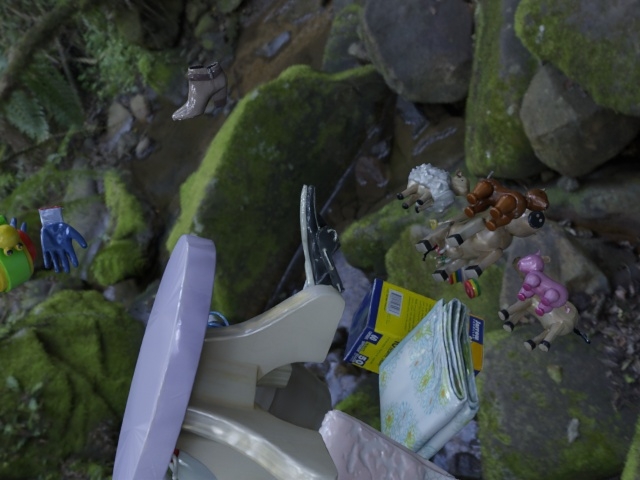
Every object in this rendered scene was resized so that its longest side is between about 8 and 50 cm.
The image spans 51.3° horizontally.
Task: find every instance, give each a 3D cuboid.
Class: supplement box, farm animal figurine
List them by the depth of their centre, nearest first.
[{"bbox_3d":[0.326,0.009,1.200,0.172,0.330,0.327,-35,27,-26],"label":"farm animal figurine"},{"bbox_3d":[0.279,0.295,1.975,0.195,0.357,0.194,-74,7,-45],"label":"supplement box"}]

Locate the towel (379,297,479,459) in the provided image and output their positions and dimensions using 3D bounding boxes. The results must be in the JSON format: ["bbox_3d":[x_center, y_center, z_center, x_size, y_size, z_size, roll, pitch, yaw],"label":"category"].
[{"bbox_3d":[0.243,0.355,1.601,0.320,0.090,0.374,-83,17,-48],"label":"towel"}]

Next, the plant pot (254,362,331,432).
[{"bbox_3d":[-0.135,0.415,1.750,0.323,0.281,0.323,-39,36,35],"label":"plant pot"}]

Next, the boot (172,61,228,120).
[{"bbox_3d":[-0.226,-0.276,1.222,0.119,0.086,0.042,-23,39,-14],"label":"boot"}]

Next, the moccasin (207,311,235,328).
[{"bbox_3d":[-0.198,0.195,1.247,0.117,0.138,0.342,-47,10,-12],"label":"moccasin"}]

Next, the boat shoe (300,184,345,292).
[{"bbox_3d":[0.000,0.000,1.334,0.084,0.079,0.232,-102,4,-79],"label":"boat shoe"}]

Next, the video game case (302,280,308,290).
[{"bbox_3d":[-0.021,0.125,1.771,0.022,0.190,0.173,21,107,8],"label":"video game case"}]

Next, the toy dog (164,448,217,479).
[{"bbox_3d":[-0.239,0.467,1.330,0.161,0.334,0.220,13,86,40],"label":"toy dog"}]

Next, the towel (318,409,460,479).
[{"bbox_3d":[0.084,0.490,1.079,0.053,0.317,0.331,-23,40,55],"label":"towel"}]

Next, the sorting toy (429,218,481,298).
[{"bbox_3d":[0.324,0.036,1.710,0.046,0.132,0.274,-18,29,-6],"label":"sorting toy"}]

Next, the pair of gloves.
[{"bbox_3d":[-0.580,0.009,1.351,0.023,0.198,0.159,116,137,-61],"label":"pair of gloves"}]

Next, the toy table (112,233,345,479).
[{"bbox_3d":[-0.089,0.144,0.635,0.252,0.161,0.274,-111,40,-59],"label":"toy table"}]

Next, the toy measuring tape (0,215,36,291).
[{"bbox_3d":[-0.602,0.056,1.226,0.330,0.122,0.121,-31,47,48],"label":"toy measuring tape"}]
